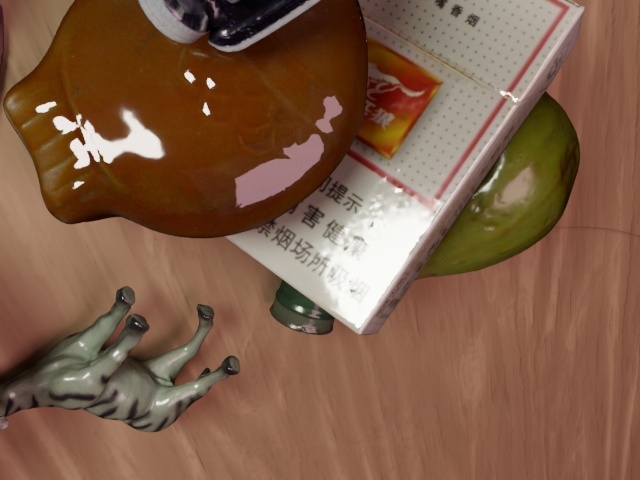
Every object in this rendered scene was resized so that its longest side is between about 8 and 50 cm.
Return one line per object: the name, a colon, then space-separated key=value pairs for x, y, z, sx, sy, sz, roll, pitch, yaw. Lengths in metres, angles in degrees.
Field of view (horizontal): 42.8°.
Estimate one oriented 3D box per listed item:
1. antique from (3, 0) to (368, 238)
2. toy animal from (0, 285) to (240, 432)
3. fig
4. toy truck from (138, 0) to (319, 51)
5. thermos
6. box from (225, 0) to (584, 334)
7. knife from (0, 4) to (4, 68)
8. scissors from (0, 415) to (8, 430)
antique: x=-0.094 y=-0.112 z=0.637 sx=0.278 sy=0.129 sz=0.223 roll=-29 pitch=93 yaw=-6
toy animal: x=-0.202 y=0.116 z=0.761 sx=0.255 sy=0.090 sz=0.170 roll=8 pitch=130 yaw=-33
fig: x=0.161 y=-0.066 z=0.847 sx=0.207 sy=0.207 sz=0.230 roll=58 pitch=45 yaw=-43
toy truck: x=-0.123 y=-0.282 z=0.444 sx=0.146 sy=0.175 sz=0.367 roll=-23 pitch=130 yaw=32
thermos: x=0.004 y=0.001 z=0.878 sx=0.073 sy=0.083 sz=0.187 roll=-12 pitch=125 yaw=-63
box: x=0.052 y=-0.108 z=0.739 sx=0.330 sy=0.210 sz=0.095 roll=-55 pitch=165 yaw=2
knife: x=-0.285 y=-0.065 z=0.634 sx=0.035 sy=0.018 sz=0.247 roll=15 pitch=105 yaw=-41
scissors: x=-0.362 y=0.190 z=0.680 sx=0.212 sy=0.021 sz=0.110 roll=-20 pitch=129 yaw=-1
